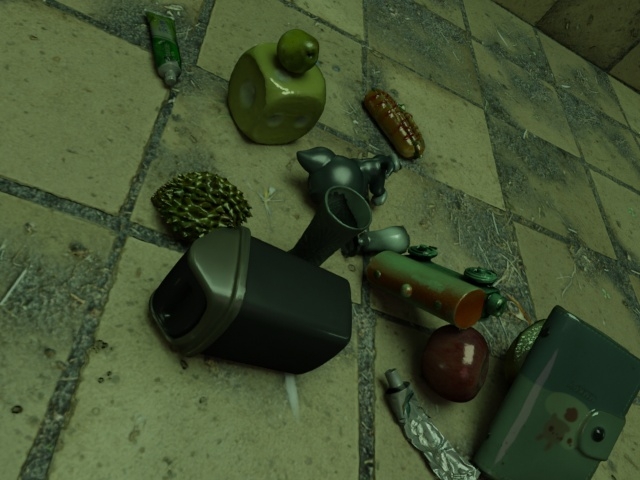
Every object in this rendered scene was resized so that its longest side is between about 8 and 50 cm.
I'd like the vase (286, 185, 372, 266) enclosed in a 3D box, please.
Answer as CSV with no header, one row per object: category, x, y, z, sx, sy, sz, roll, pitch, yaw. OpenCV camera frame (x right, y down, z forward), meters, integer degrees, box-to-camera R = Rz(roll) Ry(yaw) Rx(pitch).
vase,0.000,0.000,1.013,0.096,0.219,0.096,18,49,-22

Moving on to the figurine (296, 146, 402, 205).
figurine,0.085,-0.130,1.234,0.265,0.140,0.193,-16,85,-16

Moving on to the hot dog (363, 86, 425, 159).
hot dog,0.218,-0.331,1.519,0.104,0.076,0.250,-15,65,-42

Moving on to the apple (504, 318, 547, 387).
apple,0.499,0.282,1.174,0.188,0.174,0.207,-25,85,-10

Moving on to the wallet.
wallet,0.476,0.337,1.052,0.252,0.083,0.360,30,87,-11

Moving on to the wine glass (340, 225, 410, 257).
wine glass,0.122,0.001,1.202,0.155,0.072,0.072,-3,59,-35

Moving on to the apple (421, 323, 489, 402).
apple,0.265,0.239,1.066,0.120,0.153,0.153,14,35,30

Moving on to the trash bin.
trash bin,-0.109,0.105,0.876,0.290,0.209,0.182,23,46,-26

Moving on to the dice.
dice,-0.100,-0.334,1.236,0.169,0.169,0.166,-8,63,-38

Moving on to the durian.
durian,-0.209,-0.050,0.982,0.187,0.119,0.108,20,44,-22

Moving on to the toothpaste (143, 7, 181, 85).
toothpaste,-0.357,-0.448,1.239,0.078,0.047,0.248,6,52,-33

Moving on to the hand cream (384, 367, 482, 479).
hand cream,0.196,0.353,1.003,0.084,0.050,0.257,-29,80,-41

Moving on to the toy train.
toy train,0.227,0.091,1.102,0.177,0.116,0.285,-7,22,-38

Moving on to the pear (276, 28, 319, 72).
pear,-0.047,-0.398,1.137,0.092,0.097,0.092,0,91,-38
